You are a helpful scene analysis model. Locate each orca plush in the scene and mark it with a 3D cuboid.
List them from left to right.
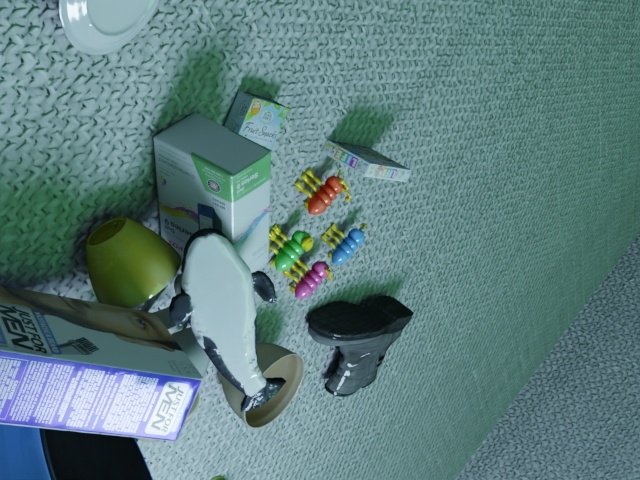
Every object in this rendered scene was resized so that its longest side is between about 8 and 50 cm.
[{"bbox_3d":[-0.131,0.103,1.495,0.151,0.102,0.287,-32,113,0],"label":"orca plush"}]

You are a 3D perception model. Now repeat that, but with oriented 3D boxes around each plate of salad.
[{"bbox_3d":[-0.253,-0.322,1.228,0.200,0.048,0.199,-50,158,-29],"label":"plate of salad"}]

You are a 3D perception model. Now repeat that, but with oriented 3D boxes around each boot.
[{"bbox_3d":[0.064,0.247,2.180,0.338,0.118,0.222,-1,123,-52],"label":"boot"}]

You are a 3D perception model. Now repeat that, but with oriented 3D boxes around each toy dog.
[{"bbox_3d":[-0.242,0.151,1.559,0.220,0.161,0.333,-53,-166,35],"label":"toy dog"}]

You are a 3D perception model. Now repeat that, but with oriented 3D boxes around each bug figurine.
[{"bbox_3d":[0.000,0.000,1.887,0.216,0.072,0.279,-50,150,-14],"label":"bug figurine"}]

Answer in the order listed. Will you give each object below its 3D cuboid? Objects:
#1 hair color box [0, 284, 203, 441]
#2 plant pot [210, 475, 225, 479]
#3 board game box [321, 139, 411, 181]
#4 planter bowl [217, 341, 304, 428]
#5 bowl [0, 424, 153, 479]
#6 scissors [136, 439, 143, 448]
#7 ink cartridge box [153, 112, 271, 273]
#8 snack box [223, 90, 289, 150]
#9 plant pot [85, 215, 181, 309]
[{"bbox_3d":[-0.341,0.148,1.276,0.339,0.185,0.110,16,106,-37],"label":"hair color box"},{"bbox_3d":[-0.199,0.541,2.079,0.083,0.079,0.083,-38,145,-34],"label":"plant pot"},{"bbox_3d":[0.086,-0.145,1.850,0.154,0.103,0.026,3,115,-57],"label":"board game box"},{"bbox_3d":[-0.123,0.256,1.900,0.162,0.109,0.162,-36,143,-33],"label":"planter bowl"},{"bbox_3d":[-0.326,0.345,1.406,0.077,0.391,0.391,-25,148,4],"label":"bowl"},{"bbox_3d":[-0.349,0.420,1.798,0.109,0.021,0.297,-20,135,-45],"label":"scissors"},{"bbox_3d":[-0.158,-0.058,1.503,0.093,0.154,0.212,-39,146,-38],"label":"ink cartridge box"},{"bbox_3d":[-0.115,-0.159,1.597,0.100,0.037,0.141,5,112,-59],"label":"snack box"},{"bbox_3d":[-0.281,0.022,1.445,0.134,0.134,0.095,-43,120,-25],"label":"plant pot"}]
